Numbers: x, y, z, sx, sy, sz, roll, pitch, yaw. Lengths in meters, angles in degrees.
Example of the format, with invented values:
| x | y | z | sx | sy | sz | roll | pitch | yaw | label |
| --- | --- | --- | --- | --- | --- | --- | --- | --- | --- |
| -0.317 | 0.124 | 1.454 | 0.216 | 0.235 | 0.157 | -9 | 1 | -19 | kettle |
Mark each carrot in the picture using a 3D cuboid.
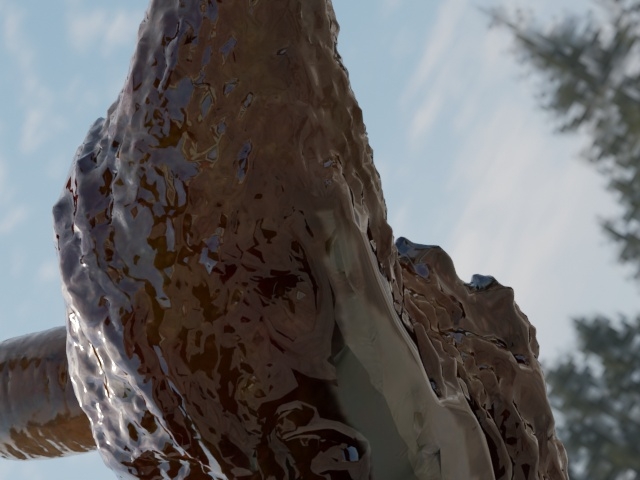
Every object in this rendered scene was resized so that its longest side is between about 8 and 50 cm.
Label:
| x | y | z | sx | sy | sz | roll | pitch | yaw | label |
| --- | --- | --- | --- | --- | --- | --- | --- | --- | --- |
| -0.049 | 0.056 | 0.776 | 0.059 | 0.248 | 0.059 | -9 | -90 | -67 | carrot |

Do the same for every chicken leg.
| x | y | z | sx | sy | sz | roll | pitch | yaw | label |
| --- | --- | --- | --- | --- | --- | --- | --- | --- | --- |
| 0.000 | 0.000 | 0.542 | 0.158 | 0.096 | 0.407 | -28 | -63 | -34 | chicken leg |
